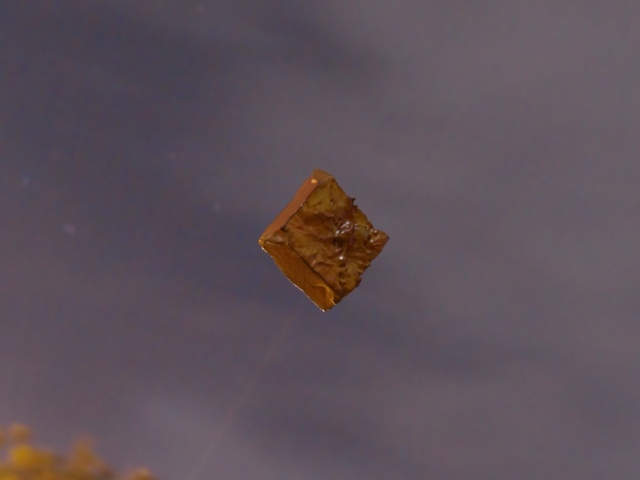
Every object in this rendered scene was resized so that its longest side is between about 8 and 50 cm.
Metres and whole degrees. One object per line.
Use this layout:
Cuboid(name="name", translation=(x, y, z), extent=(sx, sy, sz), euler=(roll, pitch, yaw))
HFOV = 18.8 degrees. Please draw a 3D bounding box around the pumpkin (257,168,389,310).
Cuboid(name="pumpkin", translation=(0.000, 0.000, 1.461), extent=(0.083, 0.074, 0.054), euler=(47, -26, -15))
